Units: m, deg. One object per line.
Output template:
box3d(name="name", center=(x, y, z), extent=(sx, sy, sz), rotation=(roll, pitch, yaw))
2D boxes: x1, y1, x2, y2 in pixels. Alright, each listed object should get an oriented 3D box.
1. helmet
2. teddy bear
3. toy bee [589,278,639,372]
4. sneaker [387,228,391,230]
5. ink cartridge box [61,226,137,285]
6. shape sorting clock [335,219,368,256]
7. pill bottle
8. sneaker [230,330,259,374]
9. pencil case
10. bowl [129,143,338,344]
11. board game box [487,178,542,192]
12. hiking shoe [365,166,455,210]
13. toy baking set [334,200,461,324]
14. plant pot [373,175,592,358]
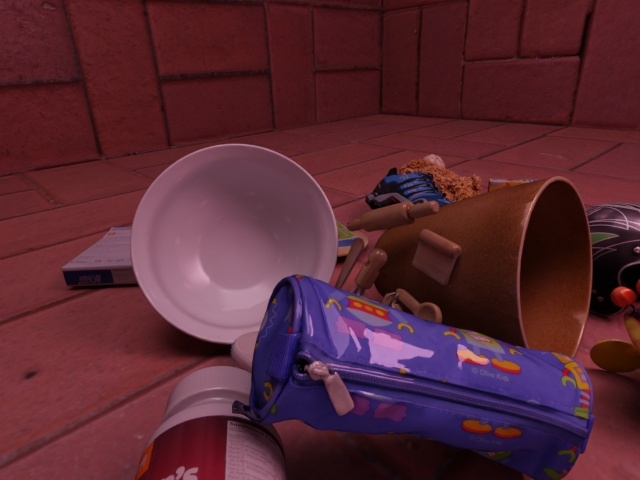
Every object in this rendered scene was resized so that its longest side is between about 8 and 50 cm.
box3d(name="helmet", center=(0.457, 0.019, 0.655), extent=(0.169, 0.162, 0.169), rotation=(-2, 23, 1))
box3d(name="teddy bear", center=(0.330, -0.162, 1.168), extent=(0.244, 0.113, 0.338), rotation=(6, 24, 13))
box3d(name="toy bee", center=(0.387, 0.100, 0.433), extent=(0.195, 0.162, 0.298), rotation=(-34, -13, 22))
box3d(name="sneaker", center=(0.269, 0.000, 0.815), extent=(0.291, 0.110, 0.118), rotation=(20, 23, 27))
box3d(name="ink cartridge box", center=(-0.369, 0.025, 0.877), extent=(0.223, 0.046, 0.224), rotation=(-2, 22, -1))
box3d(name="shape sorting clock", center=(0.000, 0.000, 0.903), extent=(0.206, 0.041, 0.206), rotation=(-3, 19, 1))
box3d(name="pill bottle", center=(-0.083, 0.206, 0.319), extent=(0.121, 0.121, 0.221), rotation=(-6, 23, -8))
box3d(name="sneaker", center=(-0.006, 0.134, 0.520), extent=(0.228, 0.092, 0.087), rotation=(3, 25, 17))
box3d(name="pencil case", center=(0.087, 0.123, 0.371), extent=(0.305, 0.120, 0.133), rotation=(17, -2, -11))
box3d(name="bowl", center=(-0.129, 0.012, 0.666), extent=(0.297, 0.298, 0.134), rotation=(-8, -10, -13))
box3d(name="board game box", center=(0.474, -0.091, 0.991), extent=(0.153, 0.104, 0.026), rotation=(3, 23, 13))
box3d(name="hiking shoe", center=(0.238, -0.101, 0.964), extent=(0.304, 0.132, 0.113), rotation=(23, -11, 44))
box3d(name="toy baking set", center=(0.072, 0.049, 0.569), extent=(0.030, 0.197, 0.256), rotation=(14, -11, -35))
box3d(name="plant pot", center=(0.205, 0.039, 0.594), extent=(0.237, 0.237, 0.254), rotation=(-22, 16, -38))
